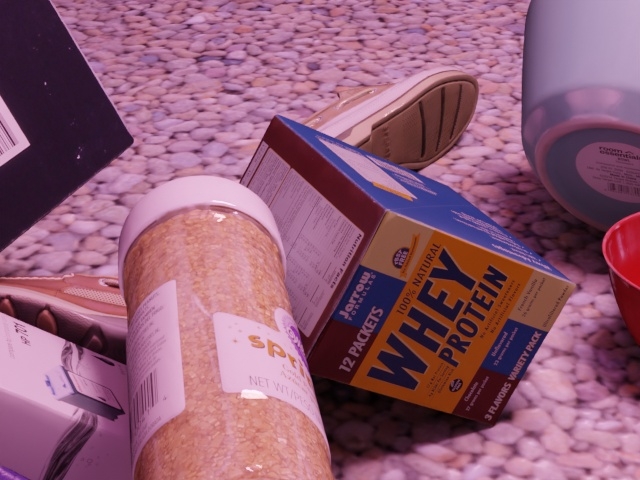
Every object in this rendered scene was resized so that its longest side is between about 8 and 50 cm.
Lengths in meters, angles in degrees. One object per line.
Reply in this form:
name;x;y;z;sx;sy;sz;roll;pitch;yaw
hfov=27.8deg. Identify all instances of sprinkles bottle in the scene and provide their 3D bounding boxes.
sprinkles bottle;-0.064;0.090;0.817;0.121;0.121;0.355;-6;31;-7

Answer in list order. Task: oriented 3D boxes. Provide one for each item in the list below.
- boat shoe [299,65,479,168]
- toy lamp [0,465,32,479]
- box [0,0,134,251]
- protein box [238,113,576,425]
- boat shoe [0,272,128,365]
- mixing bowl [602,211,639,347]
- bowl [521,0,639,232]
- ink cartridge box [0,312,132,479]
boat shoe;0.055;-0.126;1.423;0.103;0.113;0.302;27;40;33
toy lamp;-0.110;0.228;0.731;0.275;0.080;0.080;35;42;22
box;-0.389;-0.039;1.098;0.312;0.179;0.343;-20;17;32
protein box;0.051;0.022;1.040;0.200;0.136;0.201;20;15;-34
boat shoe;-0.163;0.085;1.058;0.324;0.123;0.116;12;25;8
mixing bowl;0.327;0.053;1.089;0.181;0.098;0.181;-2;29;1
bowl;0.318;-0.112;1.238;0.311;0.311;0.163;13;59;25
ink cartridge box;-0.188;0.127;0.897;0.191;0.082;0.139;29;9;-26
